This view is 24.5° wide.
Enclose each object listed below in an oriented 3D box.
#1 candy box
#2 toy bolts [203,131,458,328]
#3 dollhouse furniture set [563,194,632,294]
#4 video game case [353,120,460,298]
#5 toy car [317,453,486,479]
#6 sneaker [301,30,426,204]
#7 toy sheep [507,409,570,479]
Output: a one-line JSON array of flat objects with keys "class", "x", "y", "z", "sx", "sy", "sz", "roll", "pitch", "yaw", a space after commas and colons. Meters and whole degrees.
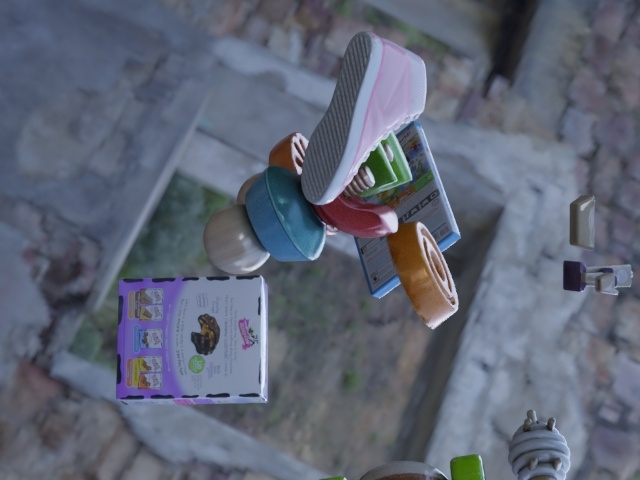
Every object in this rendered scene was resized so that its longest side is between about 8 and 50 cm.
[{"class": "candy box", "x": -0.169, "y": 0.134, "z": 1.966, "sx": 0.070, "sy": 0.196, "sz": 0.165, "roll": 69, "pitch": 20, "yaw": -75}, {"class": "toy bolts", "x": 0.000, "y": 0.000, "z": 1.296, "sx": 0.158, "sy": 0.218, "sz": 0.228, "roll": -24, "pitch": 173, "yaw": 14}, {"class": "dollhouse furniture set", "x": 0.343, "y": 0.004, "z": 1.733, "sx": 0.091, "sy": 0.081, "sz": 0.114, "roll": -176, "pitch": -94, "yaw": -69}, {"class": "video game case", "x": 0.082, "y": -0.034, "z": 1.582, "sx": 0.119, "sy": 0.015, "sz": 0.166, "roll": -39, "pitch": -134, "yaw": 26}, {"class": "toy car", "x": 0.086, "y": 0.307, "z": 1.325, "sx": 0.149, "sy": 0.155, "sz": 0.188, "roll": 71, "pitch": 11, "yaw": -52}, {"class": "sneaker", "x": 0.038, "y": -0.084, "z": 1.097, "sx": 0.051, "sy": 0.070, "sz": 0.134, "roll": 37, "pitch": -69, "yaw": 51}, {"class": "toy sheep", "x": 0.290, "y": 0.282, "z": 1.958, "sx": 0.091, "sy": 0.091, "sz": 0.132, "roll": 121, "pitch": -23, "yaw": -49}]
